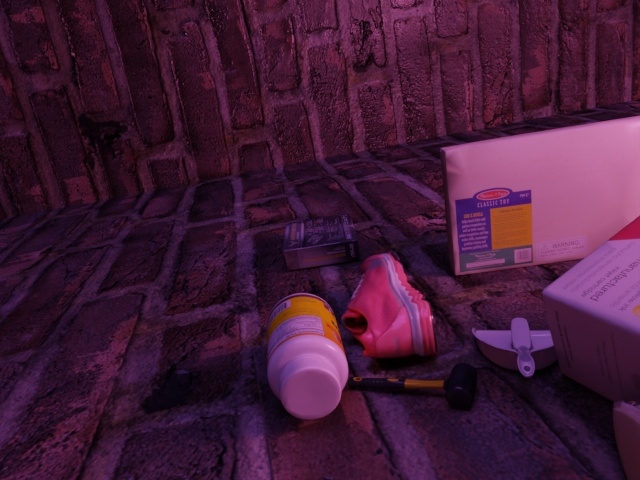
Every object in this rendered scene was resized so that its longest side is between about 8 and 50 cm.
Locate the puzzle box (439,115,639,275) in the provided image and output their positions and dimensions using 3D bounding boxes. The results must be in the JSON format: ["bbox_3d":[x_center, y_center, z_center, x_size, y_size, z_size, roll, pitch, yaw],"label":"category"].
[{"bbox_3d":[0.457,-0.087,1.104,0.408,0.272,0.052,-8,19,3],"label":"puzzle box"}]

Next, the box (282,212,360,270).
[{"bbox_3d":[0.000,0.000,1.400,0.183,0.056,0.231,-10,19,1],"label":"box"}]

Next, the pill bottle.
[{"bbox_3d":[-0.023,0.172,0.827,0.117,0.117,0.215,-10,19,-2],"label":"pill bottle"}]

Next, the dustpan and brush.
[{"bbox_3d":[0.297,0.159,0.798,0.147,0.060,0.211,-3,20,17],"label":"dustpan and brush"}]

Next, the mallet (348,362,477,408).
[{"bbox_3d":[0.128,0.212,0.780,0.189,0.039,0.062,-8,21,18],"label":"mallet"}]

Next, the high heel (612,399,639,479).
[{"bbox_3d":[0.411,0.237,0.516,0.186,0.093,0.261,3,17,1],"label":"high heel"}]

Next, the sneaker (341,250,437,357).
[{"bbox_3d":[0.095,0.106,0.964,0.136,0.116,0.314,-13,19,-5],"label":"sneaker"}]

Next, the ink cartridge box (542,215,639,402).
[{"bbox_3d":[0.509,0.105,0.617,0.279,0.160,0.384,-31,26,-17],"label":"ink cartridge box"}]
